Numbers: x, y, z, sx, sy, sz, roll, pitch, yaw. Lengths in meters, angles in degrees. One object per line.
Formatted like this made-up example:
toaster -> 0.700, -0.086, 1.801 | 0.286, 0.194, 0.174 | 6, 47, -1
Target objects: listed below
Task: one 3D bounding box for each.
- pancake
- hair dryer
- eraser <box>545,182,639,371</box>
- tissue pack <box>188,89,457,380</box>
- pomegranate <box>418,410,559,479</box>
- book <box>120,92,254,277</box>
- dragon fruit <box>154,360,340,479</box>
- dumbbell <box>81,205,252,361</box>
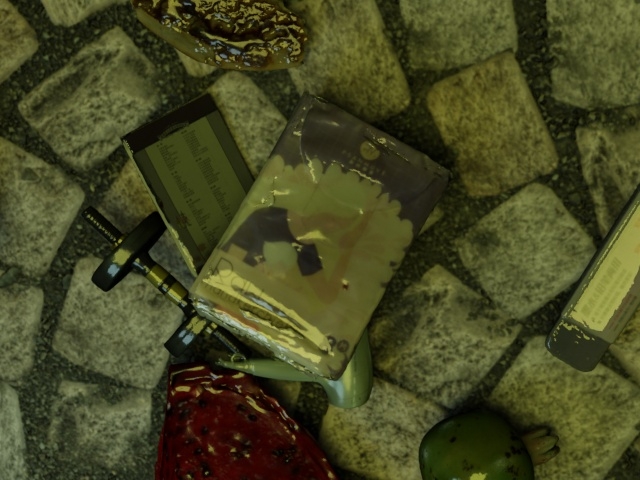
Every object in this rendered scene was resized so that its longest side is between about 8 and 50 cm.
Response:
pancake -> -0.139, -0.367, 1.730 | 0.266, 0.057, 0.244 | 5, 97, 6
hair dryer -> -0.038, 0.147, 1.784 | 0.237, 0.075, 0.206 | -4, 99, -15
eraser -> 0.433, 0.023, 1.695 | 0.089, 0.061, 0.352 | 30, 109, 2
tissue pack -> 0.000, 0.000, 1.693 | 0.242, 0.125, 0.343 | 30, 86, 1
pomegranate -> 0.249, 0.322, 1.768 | 0.210, 0.180, 0.180 | -23, 100, -12
book -> -0.173, -0.080, 1.762 | 0.026, 0.157, 0.231 | -15, 105, 55
dragon fruit -> -0.131, 0.340, 1.885 | 0.286, 0.228, 0.329 | -12, 81, -17
dumbbell -> -0.227, 0.065, 1.800 | 0.325, 0.143, 0.143 | 42, 108, -1
